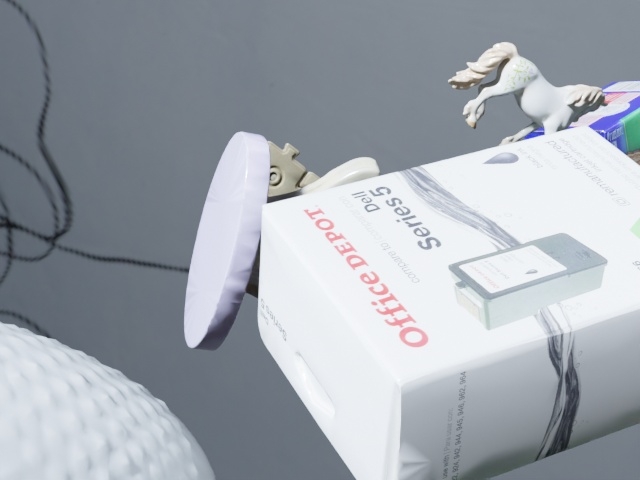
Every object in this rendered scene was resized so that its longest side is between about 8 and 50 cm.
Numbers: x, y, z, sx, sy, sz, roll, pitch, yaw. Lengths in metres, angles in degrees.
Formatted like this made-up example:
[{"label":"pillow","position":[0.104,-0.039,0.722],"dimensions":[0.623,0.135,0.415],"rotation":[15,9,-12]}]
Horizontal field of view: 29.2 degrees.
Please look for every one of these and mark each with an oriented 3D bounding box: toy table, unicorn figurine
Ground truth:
[{"label":"toy table","position":[-0.045,0.011,1.380],"dimensions":[0.161,0.252,0.274],"rotation":[8,137,-17]},{"label":"unicorn figurine","position":[0.202,-0.125,1.147],"dimensions":[0.111,0.060,0.162],"rotation":[-47,129,7]}]

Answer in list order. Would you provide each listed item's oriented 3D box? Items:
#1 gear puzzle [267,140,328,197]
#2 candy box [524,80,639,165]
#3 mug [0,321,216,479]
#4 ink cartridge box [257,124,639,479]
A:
[{"label":"gear puzzle","position":[0.000,0.000,1.841],"dimensions":[0.339,0.044,0.175],"rotation":[36,90,-22]},{"label":"candy box","position":[0.395,-0.027,1.613],"dimensions":[0.122,0.268,0.317],"rotation":[5,113,39]},{"label":"mug","position":[-0.271,0.185,0.829],"dimensions":[0.374,0.328,0.276],"rotation":[0,77,43]},{"label":"ink cartridge box","position":[0.119,0.040,0.823],"dimensions":[0.198,0.273,0.114],"rotation":[50,147,46]}]
